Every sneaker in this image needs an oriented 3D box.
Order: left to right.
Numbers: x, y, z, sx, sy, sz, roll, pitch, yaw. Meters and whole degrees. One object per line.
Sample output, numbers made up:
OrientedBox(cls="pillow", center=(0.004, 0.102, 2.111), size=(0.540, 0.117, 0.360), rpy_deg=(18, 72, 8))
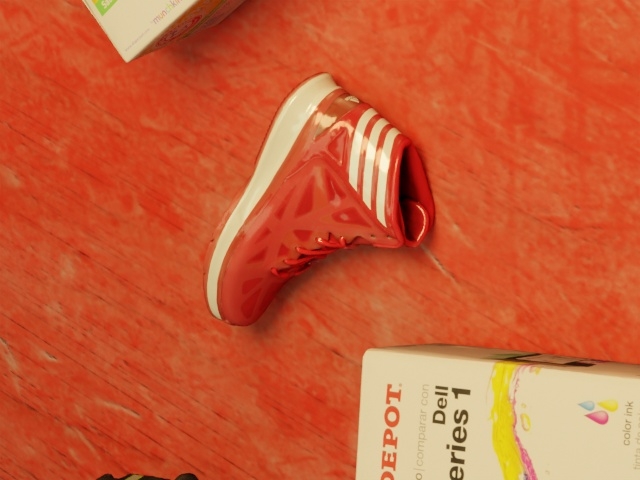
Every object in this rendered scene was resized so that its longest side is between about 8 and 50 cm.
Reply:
OrientedBox(cls="sneaker", center=(0.000, 0.000, 1.260), size=(0.128, 0.087, 0.221), rpy_deg=(35, 127, 19))

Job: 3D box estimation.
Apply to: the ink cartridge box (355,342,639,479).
OrientedBox(cls="ink cartridge box", center=(0.164, 0.181, 1.169), size=(0.278, 0.117, 0.201), rpy_deg=(4, 91, 34))

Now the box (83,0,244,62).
OrientedBox(cls="box", center=(-0.073, -0.226, 1.190), size=(0.203, 0.114, 0.103), rpy_deg=(-35, 88, 41))

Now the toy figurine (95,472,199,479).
OrientedBox(cls="toy figurine", center=(-0.106, 0.300, 1.377), size=(0.148, 0.213, 0.209), rpy_deg=(2, 156, 38))
